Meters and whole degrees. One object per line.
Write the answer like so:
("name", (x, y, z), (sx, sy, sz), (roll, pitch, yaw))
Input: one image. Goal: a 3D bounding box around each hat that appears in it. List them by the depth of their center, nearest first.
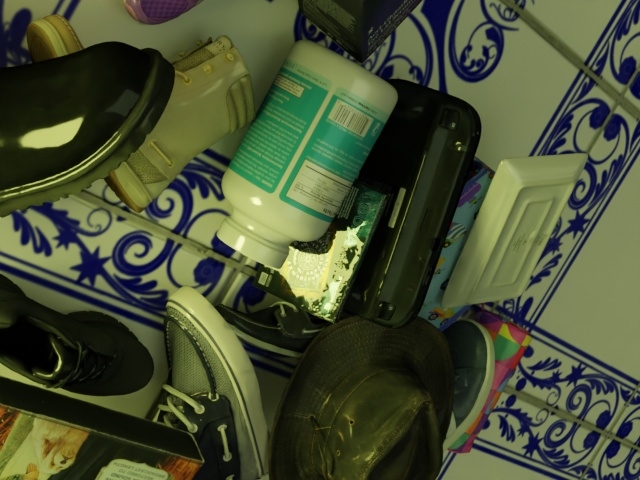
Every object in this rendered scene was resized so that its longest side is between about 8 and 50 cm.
("hat", (0.088, 0.267, 1.525), (0.331, 0.134, 0.331), (-9, 110, -26))

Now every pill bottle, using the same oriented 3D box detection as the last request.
("pill bottle", (-0.026, -0.101, 1.372), (0.146, 0.146, 0.264), (25, 97, -42))

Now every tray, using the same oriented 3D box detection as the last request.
("tray", (0.269, -0.003, 1.541), (0.145, 0.030, 0.270), (-7, 135, -27))

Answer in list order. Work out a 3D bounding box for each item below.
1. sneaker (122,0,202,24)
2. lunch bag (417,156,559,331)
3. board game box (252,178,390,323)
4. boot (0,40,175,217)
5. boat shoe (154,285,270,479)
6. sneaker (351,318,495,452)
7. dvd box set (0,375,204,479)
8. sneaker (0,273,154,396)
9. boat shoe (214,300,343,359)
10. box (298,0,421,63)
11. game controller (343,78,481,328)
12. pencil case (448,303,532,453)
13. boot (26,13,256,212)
("sneaker", (-0.109, -0.313, 1.229), (0.236, 0.104, 0.095), (-37, 131, -15))
("lunch bag", (0.160, 0.020, 1.601), (0.293, 0.138, 0.221), (-51, 136, 8))
("board game box", (0.000, 0.000, 1.463), (0.186, 0.126, 0.026), (-68, 164, 12))
("boot", (-0.338, -0.140, 1.036), (0.348, 0.131, 0.260), (-23, 138, 23))
("boat shoe", (-0.166, 0.227, 1.446), (0.158, 0.127, 0.340), (-37, 131, -26))
("sneaker", (0.128, 0.263, 1.685), (0.148, 0.131, 0.350), (28, 95, -47))
("dvd box set", (-0.378, 0.366, 1.341), (0.307, 0.062, 0.420), (27, 107, -38))
("sneaker", (-0.301, 0.132, 1.299), (0.286, 0.130, 0.109), (26, 93, -43))
("boat shoe", (-0.057, 0.112, 1.509), (0.233, 0.084, 0.079), (20, 91, -44))
("box", (0.057, -0.321, 1.280), (0.153, 0.108, 0.207), (-48, 171, -6))
("game controller", (0.094, -0.048, 1.476), (0.067, 0.166, 0.319), (1, 111, -59))
("pencil case", (0.244, 0.219, 1.778), (0.104, 0.104, 0.236), (22, 97, -42))
("boot", (-0.189, -0.180, 1.242), (0.203, 0.095, 0.262), (-38, 132, -14))
